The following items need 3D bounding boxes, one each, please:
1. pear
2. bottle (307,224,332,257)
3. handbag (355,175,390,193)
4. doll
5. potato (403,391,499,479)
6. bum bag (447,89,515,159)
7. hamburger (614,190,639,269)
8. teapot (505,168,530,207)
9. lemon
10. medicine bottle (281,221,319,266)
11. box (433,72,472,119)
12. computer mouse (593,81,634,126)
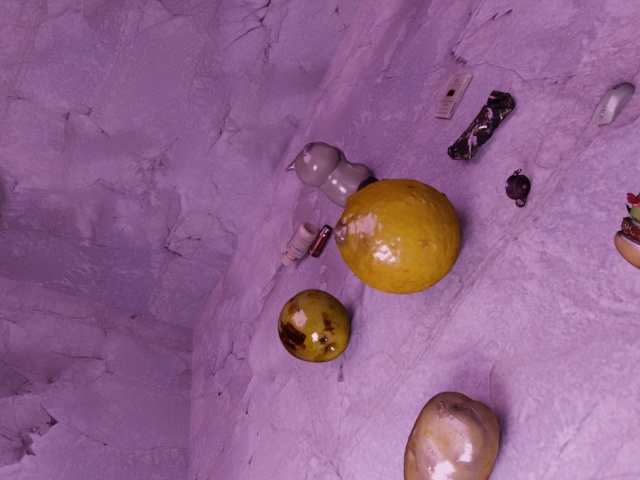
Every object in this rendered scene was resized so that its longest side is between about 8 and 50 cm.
[{"bbox_3d":[-0.024,0.322,1.606,0.283,0.283,0.284,-46,32,40],"label":"pear"},{"bbox_3d":[0.000,0.000,2.070,0.164,0.060,0.060,-59,26,18],"label":"bottle"},{"bbox_3d":[0.224,-0.120,1.553,0.181,0.181,0.254,-67,23,1],"label":"handbag"},{"bbox_3d":[0.058,-0.284,1.885,0.215,0.370,0.226,-34,22,48],"label":"doll"},{"bbox_3d":[0.286,0.480,0.976,0.191,0.141,0.297,36,102,49],"label":"potato"},{"bbox_3d":[0.492,-0.344,1.326,0.248,0.069,0.102,-55,51,21],"label":"bum bag"},{"bbox_3d":[0.592,-0.006,0.734,0.175,0.175,0.137,-119,42,-60],"label":"hamburger"},{"bbox_3d":[0.512,-0.134,1.112,0.045,0.067,0.101,8,112,63],"label":"teapot"},{"bbox_3d":[0.217,-0.013,1.261,0.349,0.386,0.350,-3,86,60],"label":"lemon"},{"bbox_3d":[-0.112,0.028,2.208,0.252,0.114,0.114,-52,29,31],"label":"medicine bottle"},{"bbox_3d":[0.475,-0.519,1.561,0.167,0.024,0.090,-65,24,9],"label":"box"},{"bbox_3d":[0.662,-0.314,0.989,0.110,0.032,0.056,-62,24,13],"label":"computer mouse"}]
